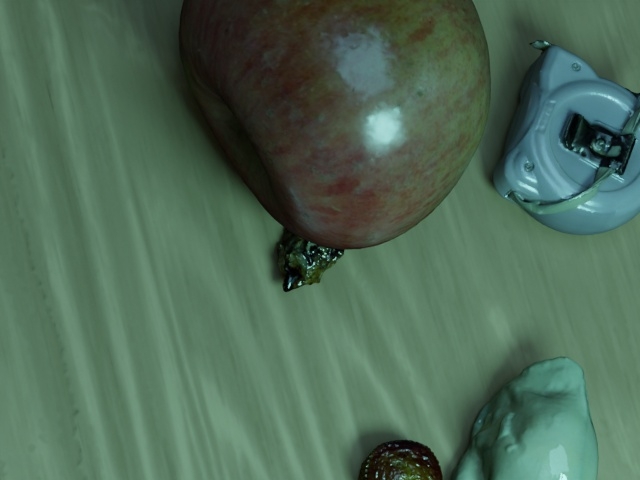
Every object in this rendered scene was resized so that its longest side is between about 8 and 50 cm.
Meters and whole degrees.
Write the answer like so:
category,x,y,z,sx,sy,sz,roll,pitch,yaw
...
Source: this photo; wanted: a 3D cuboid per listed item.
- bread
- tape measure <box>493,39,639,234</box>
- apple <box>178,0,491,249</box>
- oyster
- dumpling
category,x,y,z,sx,sy,sz,roll,pitch,yaw
bread,0.082,0.239,1.754,0.085,0.053,0.085,5,72,-16
tape measure,0.291,-0.103,1.901,0.178,0.105,0.196,20,67,-12
apple,0.023,-0.169,1.719,0.269,0.345,0.344,-32,85,-13
oyster,0.000,-0.001,1.817,0.086,0.029,0.132,12,68,-14
dumpling,0.208,0.229,1.775,0.151,0.124,0.228,-1,63,20
